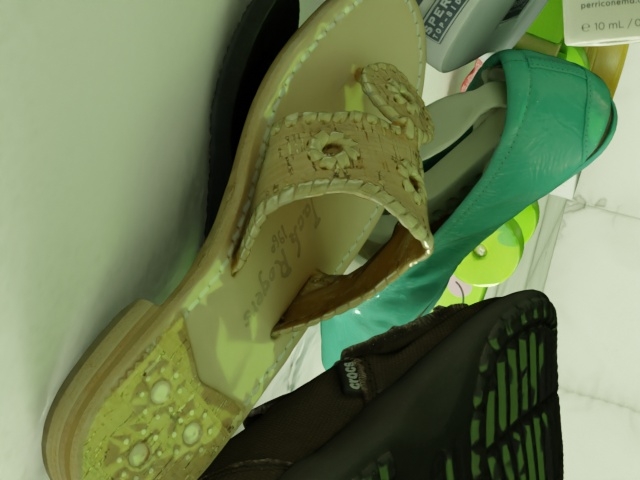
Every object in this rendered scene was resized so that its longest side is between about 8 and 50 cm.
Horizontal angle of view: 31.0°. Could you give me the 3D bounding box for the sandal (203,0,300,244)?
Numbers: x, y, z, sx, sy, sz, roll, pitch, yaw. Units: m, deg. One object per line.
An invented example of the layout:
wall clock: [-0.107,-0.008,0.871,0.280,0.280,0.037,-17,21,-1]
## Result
sandal: [-0.020,-0.023,0.484,0.067,0.040,0.179,-47,150,-59]

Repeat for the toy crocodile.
toy crocodile: [0.138,-0.068,0.934,0.115,0.105,0.341,-49,156,-59]

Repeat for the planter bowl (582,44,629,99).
planter bowl: [0.242,-0.201,1.144,0.217,0.090,0.217,-47,145,-48]

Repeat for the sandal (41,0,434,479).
sandal: [0.003,0.004,0.415,0.240,0.079,0.088,-56,133,-21]

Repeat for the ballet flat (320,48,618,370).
ballet flat: [0.050,-0.017,0.635,0.247,0.087,0.083,-47,-149,33]

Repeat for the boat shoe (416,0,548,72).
boat shoe: [0.079,-0.151,0.623,0.095,0.084,0.258,-55,171,17]

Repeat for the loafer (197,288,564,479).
loafer: [0.021,0.102,0.559,0.366,0.130,0.134,-15,103,-59]

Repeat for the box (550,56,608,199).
box: [0.266,-0.143,1.313,0.170,0.091,0.130,65,43,-69]

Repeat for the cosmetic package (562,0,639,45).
cosmetic package: [0.221,-0.281,0.758,0.153,0.129,0.296,-33,118,-70]
